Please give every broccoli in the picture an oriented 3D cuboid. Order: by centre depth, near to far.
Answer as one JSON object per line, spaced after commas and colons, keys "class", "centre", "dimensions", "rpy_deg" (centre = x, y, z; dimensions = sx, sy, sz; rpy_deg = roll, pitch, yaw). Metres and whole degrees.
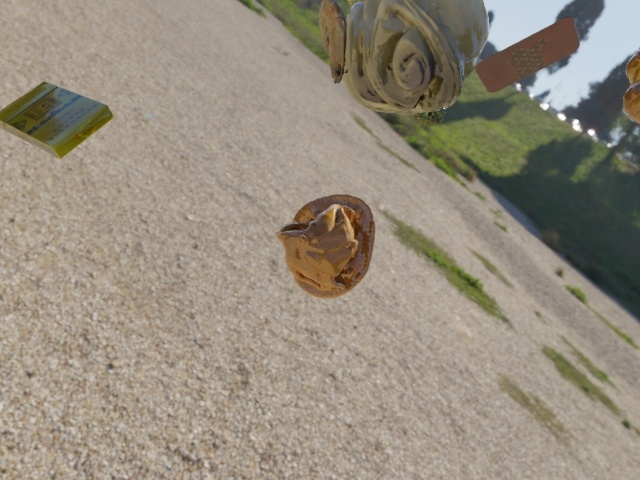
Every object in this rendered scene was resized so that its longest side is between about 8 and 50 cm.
{"class": "broccoli", "centre": [0.401, -0.480, 2.245], "dimensions": [0.130, 0.131, 0.120], "rpy_deg": [22, -37, 30]}

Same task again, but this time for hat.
{"class": "hat", "centre": [0.000, 0.000, 1.329], "dimensions": [0.233, 0.244, 0.233], "rpy_deg": [60, 10, 11]}

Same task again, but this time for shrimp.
{"class": "shrimp", "centre": [0.031, -0.452, 1.381], "dimensions": [0.042, 0.190, 0.101], "rpy_deg": [-20, 28, -22]}

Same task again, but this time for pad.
{"class": "pad", "centre": [0.561, -0.496, 1.647], "dimensions": [0.181, 0.267, 0.004], "rpy_deg": [26, 45, -56]}

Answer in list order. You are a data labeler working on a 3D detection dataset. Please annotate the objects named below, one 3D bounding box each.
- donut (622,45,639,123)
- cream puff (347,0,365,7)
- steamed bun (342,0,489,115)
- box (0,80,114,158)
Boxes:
{"class": "donut", "centre": [0.776, -0.382, 1.272], "dimensions": [0.150, 0.299, 0.317], "rpy_deg": [22, -11, -2]}
{"class": "cream puff", "centre": [0.152, -0.770, 1.856], "dimensions": [0.121, 0.156, 0.156], "rpy_deg": [0, 38, -43]}
{"class": "steamed bun", "centre": [0.221, -0.441, 1.481], "dimensions": [0.352, 0.339, 0.247], "rpy_deg": [1, 53, -2]}
{"class": "box", "centre": [-0.599, -0.274, 1.355], "dimensions": [0.279, 0.153, 0.041], "rpy_deg": [25, -30, 34]}
